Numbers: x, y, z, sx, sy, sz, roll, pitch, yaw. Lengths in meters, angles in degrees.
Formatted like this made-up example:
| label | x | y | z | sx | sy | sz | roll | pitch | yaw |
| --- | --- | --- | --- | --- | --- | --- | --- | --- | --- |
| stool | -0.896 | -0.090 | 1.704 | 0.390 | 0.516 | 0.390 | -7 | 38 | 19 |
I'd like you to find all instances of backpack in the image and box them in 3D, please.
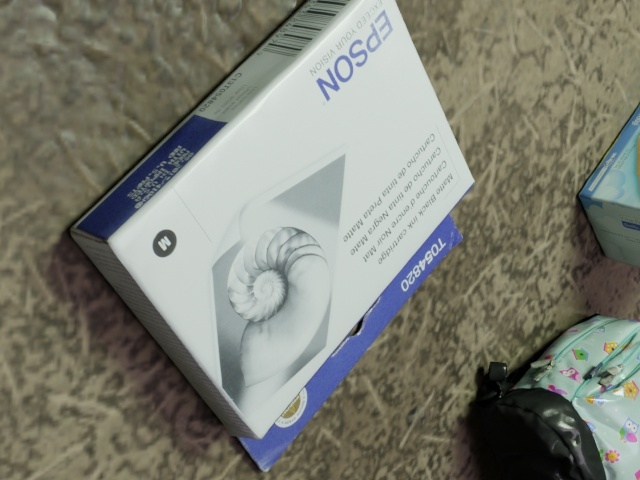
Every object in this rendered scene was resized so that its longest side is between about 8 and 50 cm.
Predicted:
| label | x | y | z | sx | sy | sz | roll | pitch | yaw |
| --- | --- | --- | --- | --- | --- | --- | --- | --- | --- |
| backpack | 0.218 | 0.137 | 0.793 | 0.182 | 0.115 | 0.152 | -34 | 121 | -35 |

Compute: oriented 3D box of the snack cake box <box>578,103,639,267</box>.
| label | x | y | z | sx | sy | sz | roll | pitch | yaw |
| --- | --- | --- | --- | --- | --- | --- | --- | --- | --- |
| snack cake box | 0.348 | -0.089 | 0.819 | 0.264 | 0.152 | 0.089 | -52 | 131 | -19 |

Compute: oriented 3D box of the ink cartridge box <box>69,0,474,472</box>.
| label | x | y | z | sx | sy | sz | roll | pitch | yaw |
| --- | --- | --- | --- | --- | --- | --- | --- | --- | --- |
| ink cartridge box | 0.000 | 0.000 | 0.590 | 0.223 | 0.045 | 0.224 | -49 | 131 | -22 |
